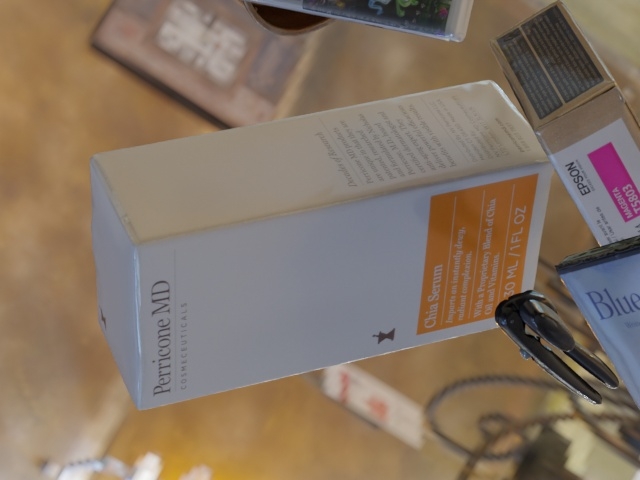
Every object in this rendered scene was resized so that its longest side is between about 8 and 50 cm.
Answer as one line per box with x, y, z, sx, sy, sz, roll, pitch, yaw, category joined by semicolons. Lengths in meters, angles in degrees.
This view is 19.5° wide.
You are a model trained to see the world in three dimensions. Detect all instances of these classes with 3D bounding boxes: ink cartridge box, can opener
0.261;-0.080;1.730;0.088;0.234;0.193;-29;-150;9;ink cartridge box
0.240;0.113;1.883;0.059;0.186;0.073;-36;-141;11;can opener

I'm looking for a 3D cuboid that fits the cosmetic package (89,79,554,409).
0.000;0.000;1.942;0.161;0.453;0.230;-121;-154;-46;cosmetic package

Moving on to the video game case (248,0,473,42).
0.022;-0.222;1.072;0.022;0.173;0.190;7;97;-67;video game case

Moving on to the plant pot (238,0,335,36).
-0.052;-0.274;1.498;0.165;0.167;0.167;36;-85;35;plant pot

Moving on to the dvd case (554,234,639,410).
0.297;0.101;1.339;0.022;0.253;0.180;-40;-167;-38;dvd case
